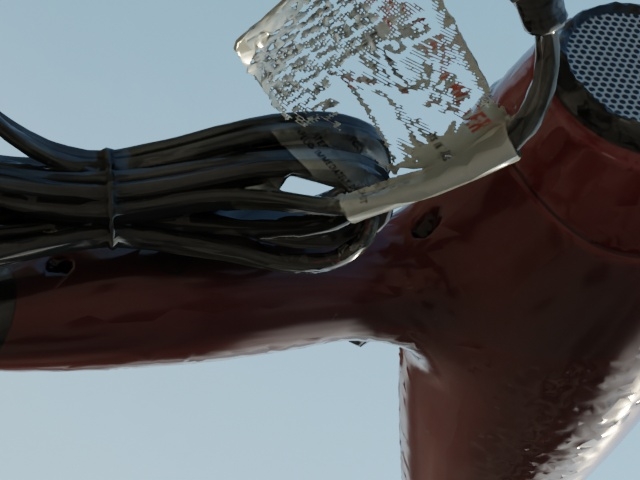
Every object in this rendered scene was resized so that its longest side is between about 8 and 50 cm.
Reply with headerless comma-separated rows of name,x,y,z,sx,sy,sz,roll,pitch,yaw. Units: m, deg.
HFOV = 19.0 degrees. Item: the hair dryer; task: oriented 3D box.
hair dryer,0.000,0.000,0.483,0.293,0.223,0.080,50,24,-45
